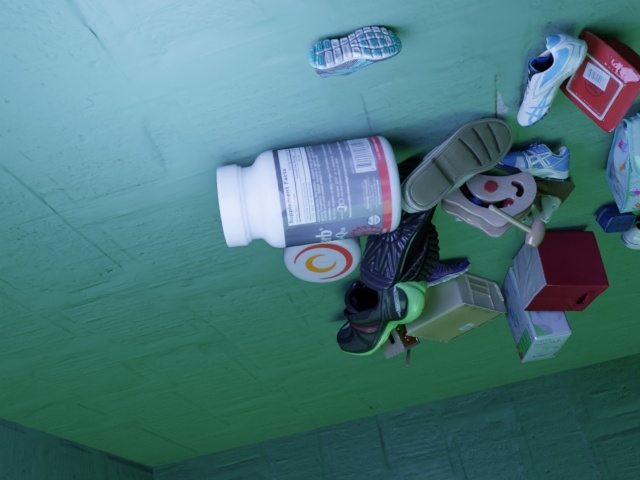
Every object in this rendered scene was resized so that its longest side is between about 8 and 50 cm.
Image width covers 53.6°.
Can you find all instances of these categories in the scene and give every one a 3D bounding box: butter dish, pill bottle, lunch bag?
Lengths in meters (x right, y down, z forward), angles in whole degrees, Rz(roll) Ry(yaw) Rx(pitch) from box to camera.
[{"bbox_3d":[0.574,-0.325,1.240,0.118,0.160,0.160,-28,154,-16],"label":"butter dish"},{"bbox_3d":[-0.026,-0.096,1.338,0.362,0.210,0.210,-8,150,-4],"label":"pill bottle"},{"bbox_3d":[0.853,-0.067,1.826,0.098,0.065,0.067,-3,134,-12],"label":"lunch bag"},{"bbox_3d":[0.812,-0.205,1.488,0.223,0.160,0.262,-9,141,10],"label":"lunch bag"}]

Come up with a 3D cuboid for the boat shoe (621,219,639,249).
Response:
[{"bbox_3d":[1.057,-0.032,1.932,0.267,0.096,0.088,0,146,-8],"label":"boat shoe"}]

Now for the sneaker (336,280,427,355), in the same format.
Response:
[{"bbox_3d":[0.157,0.214,2.011,0.202,0.185,0.483,25,142,-9],"label":"sneaker"}]

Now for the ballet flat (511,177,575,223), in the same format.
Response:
[{"bbox_3d":[0.509,-0.095,1.604,0.342,0.124,0.116,2,148,-21],"label":"ballet flat"}]

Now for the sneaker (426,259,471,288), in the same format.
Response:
[{"bbox_3d":[0.385,0.089,1.942,0.169,0.071,0.068,-19,172,-17],"label":"sneaker"}]

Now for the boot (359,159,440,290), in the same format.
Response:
[{"bbox_3d":[0.238,-0.039,1.585,0.260,0.131,0.348,-8,127,-53],"label":"boot"}]

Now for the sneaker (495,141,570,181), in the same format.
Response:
[{"bbox_3d":[0.489,-0.194,1.496,0.211,0.080,0.081,6,107,-10],"label":"sneaker"}]

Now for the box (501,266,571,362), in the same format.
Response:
[{"bbox_3d":[0.710,0.240,2.104,0.126,0.262,0.231,-11,151,0],"label":"box"}]

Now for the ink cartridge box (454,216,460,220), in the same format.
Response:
[{"bbox_3d":[0.390,-0.075,1.693,0.083,0.028,0.048,2,147,-20],"label":"ink cartridge box"}]

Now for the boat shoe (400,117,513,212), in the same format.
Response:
[{"bbox_3d":[0.281,-0.167,1.372,0.302,0.113,0.103,-33,-174,-16],"label":"boat shoe"}]

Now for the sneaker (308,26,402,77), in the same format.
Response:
[{"bbox_3d":[0.062,-0.331,1.132,0.166,0.065,0.076,-9,167,2],"label":"sneaker"}]

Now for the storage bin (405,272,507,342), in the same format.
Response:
[{"bbox_3d":[0.448,0.230,2.142,0.260,0.123,0.262,16,140,-39],"label":"storage bin"}]

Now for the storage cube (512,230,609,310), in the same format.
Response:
[{"bbox_3d":[0.718,0.093,1.915,0.193,0.215,0.184,0,149,-6],"label":"storage cube"}]

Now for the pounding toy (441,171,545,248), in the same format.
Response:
[{"bbox_3d":[0.401,-0.108,1.428,0.154,0.269,0.155,-56,161,-12],"label":"pounding toy"}]

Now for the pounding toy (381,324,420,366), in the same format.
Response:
[{"bbox_3d":[0.299,0.346,2.225,0.094,0.181,0.206,-31,167,31],"label":"pounding toy"}]

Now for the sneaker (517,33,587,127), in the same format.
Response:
[{"bbox_3d":[0.440,-0.318,1.260,0.086,0.085,0.237,18,151,2],"label":"sneaker"}]

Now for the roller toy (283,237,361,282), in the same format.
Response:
[{"bbox_3d":[0.000,0.000,1.573,0.209,0.146,0.191,-30,134,28],"label":"roller toy"}]
